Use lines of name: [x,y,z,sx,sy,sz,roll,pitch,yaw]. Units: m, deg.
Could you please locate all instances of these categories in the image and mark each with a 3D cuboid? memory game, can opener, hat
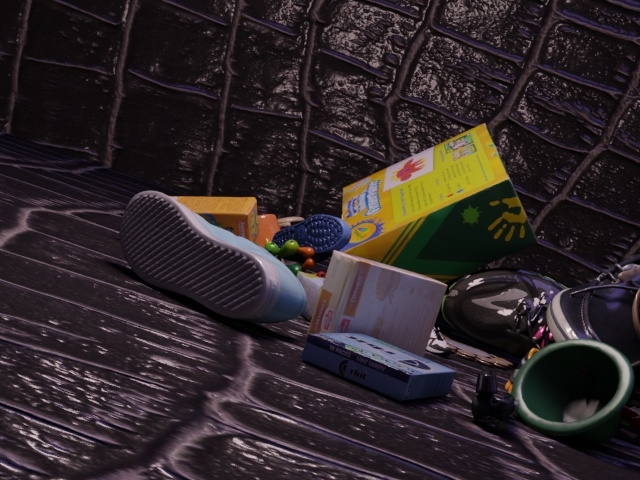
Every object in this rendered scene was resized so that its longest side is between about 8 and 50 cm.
memory game: [0.283,0.213,2.080,0.186,0.012,0.186,19,4,-1]
can opener: [0.244,0.220,1.465,0.059,0.073,0.186,11,-8,17]
hat: [0.400,0.269,1.563,0.208,0.173,0.183,35,-19,54]

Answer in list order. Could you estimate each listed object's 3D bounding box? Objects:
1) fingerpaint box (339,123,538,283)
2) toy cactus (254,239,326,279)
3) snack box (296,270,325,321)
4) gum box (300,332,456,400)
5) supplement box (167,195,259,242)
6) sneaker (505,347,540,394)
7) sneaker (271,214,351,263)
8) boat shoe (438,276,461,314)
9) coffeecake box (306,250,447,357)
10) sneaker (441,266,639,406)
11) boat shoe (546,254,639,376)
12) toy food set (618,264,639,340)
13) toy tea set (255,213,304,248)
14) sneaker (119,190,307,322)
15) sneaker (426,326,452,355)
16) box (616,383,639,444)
fingerpaint box: [0.240,-0.056,2.314,0.371,0.163,0.445,-24,17,10]
toy cactus: [-0.094,0.052,2.122,0.219,0.112,0.180,16,-15,2]
snack box: [0.057,0.122,1.862,0.174,0.070,0.207,16,2,-20]
gum box: [0.083,0.172,1.483,0.157,0.041,0.184,21,4,25]
supplement box: [-0.238,-0.036,2.042,0.233,0.078,0.080,0,25,9]
sneaker: [0.372,0.234,1.673,0.084,0.083,0.215,18,5,-34]
sneaker: [0.000,0.000,2.151,0.090,0.081,0.232,11,-12,-36]
boat shoe: [0.186,0.119,2.407,0.307,0.110,0.104,8,-40,38]
coffeecake box: [0.088,0.108,1.651,0.185,0.142,0.068,16,4,-35]
sneaker: [0.465,0.181,2.061,0.483,0.185,0.202,21,3,14]
boat shoe: [0.512,0.124,1.804,0.187,0.156,0.500,55,28,8]
toy food set: [0.538,0.125,1.689,0.038,0.192,0.132,-21,-3,44]
toy tea set: [-0.134,0.020,2.387,0.200,0.124,0.336,-12,-4,22]
sneaker: [-0.168,0.040,1.655,0.366,0.135,0.150,33,4,39]
sneaker: [0.206,0.179,1.956,0.040,0.043,0.109,19,5,-28]
box: [0.507,0.276,1.695,0.052,0.083,0.062,22,4,22]
